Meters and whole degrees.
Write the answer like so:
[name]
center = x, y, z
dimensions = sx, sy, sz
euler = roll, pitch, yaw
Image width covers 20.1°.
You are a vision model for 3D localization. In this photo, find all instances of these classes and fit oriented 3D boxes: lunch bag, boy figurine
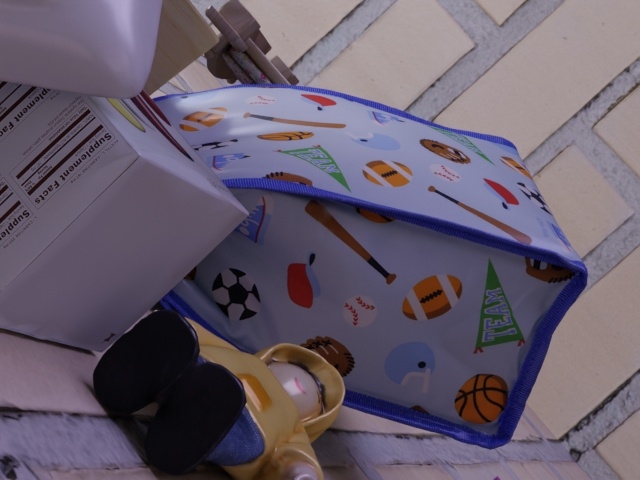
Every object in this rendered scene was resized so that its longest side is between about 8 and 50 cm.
[lunch bag]
center = 0.000, 0.000, 1.647
dimensions = 0.385, 0.239, 0.328
euler = 18, 17, -14
[boy figurine]
center = -0.053, 0.122, 1.298
dimensions = 0.177, 0.092, 0.285
euler = 48, 10, 19

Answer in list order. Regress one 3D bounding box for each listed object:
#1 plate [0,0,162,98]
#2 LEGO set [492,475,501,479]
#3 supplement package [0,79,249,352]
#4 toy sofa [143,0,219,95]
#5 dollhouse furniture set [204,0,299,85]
[plate]
center = -0.224, -0.231, 1.126
dimensions = 0.045, 0.278, 0.277
euler = 105, -7, -60
[LEGO set]
center = 0.217, 0.337, 1.735
dimensions = 0.227, 0.087, 0.093
euler = 49, -8, 9
[supplement package]
center = -0.190, -0.057, 1.195
dimensions = 0.203, 0.149, 0.194
euler = 49, 7, 19
[toy sofa]
center = -0.246, -0.258, 1.784
dimensions = 0.150, 0.177, 0.362
euler = 51, 5, -32
[dollhouse furniture set]
center = -0.031, -0.053, 1.902
dimensions = 0.303, 0.174, 0.355
euler = 49, 1, 12
